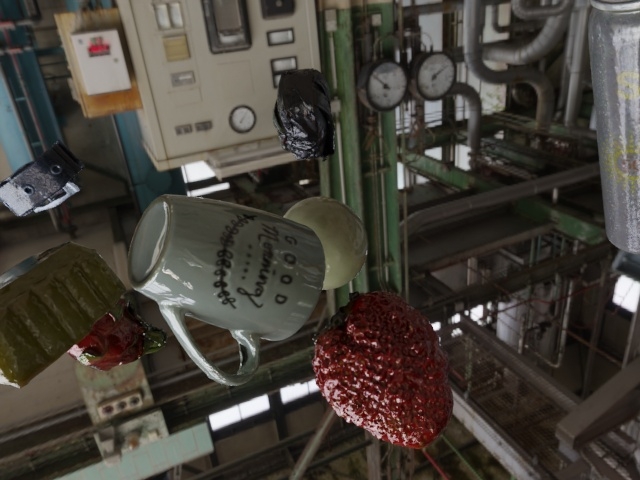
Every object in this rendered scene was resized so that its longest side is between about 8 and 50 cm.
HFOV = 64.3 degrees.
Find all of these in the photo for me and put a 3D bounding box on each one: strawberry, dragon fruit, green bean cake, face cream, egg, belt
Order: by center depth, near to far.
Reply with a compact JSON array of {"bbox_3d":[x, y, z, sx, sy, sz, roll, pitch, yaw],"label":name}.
[{"bbox_3d":[0.271,-0.107,0.425,0.073,0.284,0.073,-18,-142,15],"label":"face cream"},{"bbox_3d":[-0.455,0.113,0.785,0.236,0.124,0.233,-13,-154,38],"label":"green bean cake"},{"bbox_3d":[0.128,0.245,1.000,0.261,0.261,0.257,-16,-161,-20],"label":"strawberry"},{"bbox_3d":[0.000,0.000,1.079,0.188,0.189,0.254,-12,-155,-12],"label":"egg"},{"bbox_3d":[-0.501,0.214,1.240,0.269,0.200,0.198,-7,-140,-34],"label":"dragon fruit"},{"bbox_3d":[-0.726,-0.143,1.323,0.218,0.128,0.122,-31,-151,9],"label":"belt"}]

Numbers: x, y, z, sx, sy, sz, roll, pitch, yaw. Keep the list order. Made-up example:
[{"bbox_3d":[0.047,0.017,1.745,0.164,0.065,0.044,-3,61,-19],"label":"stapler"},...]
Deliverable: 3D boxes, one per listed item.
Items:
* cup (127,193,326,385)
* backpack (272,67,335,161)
[{"bbox_3d":[-0.142,0.069,0.721,0.234,0.258,0.186,19,158,-38],"label":"cup"},{"bbox_3d":[-0.032,-0.221,0.881,0.105,0.165,0.120,-7,-113,6],"label":"backpack"}]
